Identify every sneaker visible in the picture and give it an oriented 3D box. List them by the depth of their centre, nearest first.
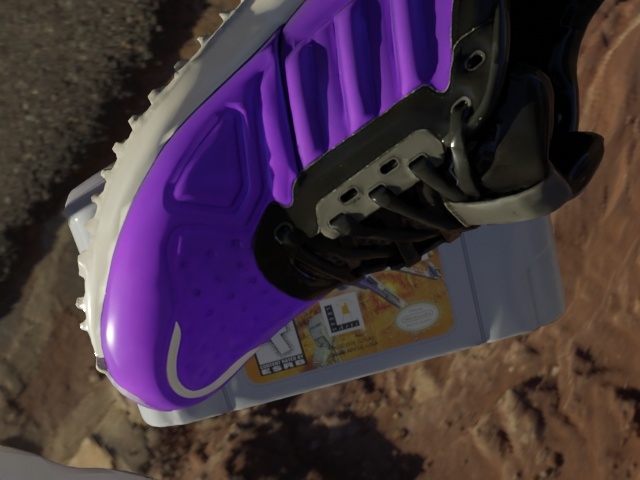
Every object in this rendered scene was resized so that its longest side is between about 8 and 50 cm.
[{"bbox_3d":[0.025,-0.037,0.506,0.146,0.102,0.293,37,95,32],"label":"sneaker"}]

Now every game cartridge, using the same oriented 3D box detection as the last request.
[{"bbox_3d":[0.000,0.000,0.830,0.297,0.062,0.198,-15,123,1],"label":"game cartridge"}]

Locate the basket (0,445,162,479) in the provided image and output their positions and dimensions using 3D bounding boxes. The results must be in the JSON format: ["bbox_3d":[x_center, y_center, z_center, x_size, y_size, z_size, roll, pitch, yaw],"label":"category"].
[{"bbox_3d":[-0.139,0.186,0.218,0.332,0.328,0.266,11,94,-3],"label":"basket"}]
